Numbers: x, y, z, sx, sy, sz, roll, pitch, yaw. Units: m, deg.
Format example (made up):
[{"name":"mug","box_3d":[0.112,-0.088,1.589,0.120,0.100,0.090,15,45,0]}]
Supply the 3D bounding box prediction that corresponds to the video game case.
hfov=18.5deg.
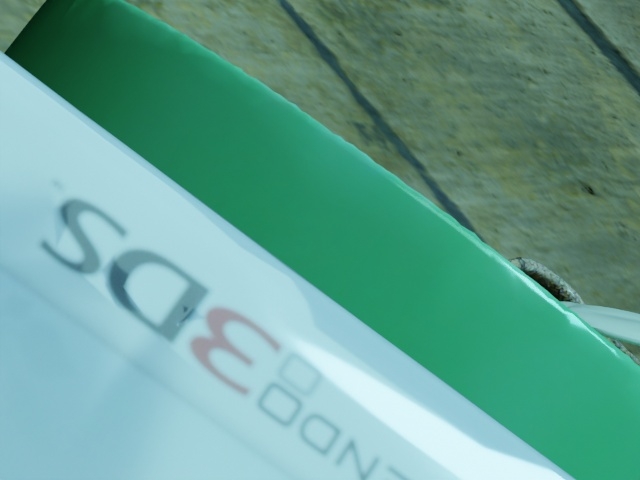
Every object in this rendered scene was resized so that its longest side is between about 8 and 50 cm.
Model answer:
[{"name":"video game case","box_3d":[-0.081,0.141,0.415,0.300,0.036,0.329,37,66,-4]}]

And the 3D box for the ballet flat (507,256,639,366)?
[{"name":"ballet flat","box_3d":[0.168,0.107,0.800,0.316,0.106,0.107,33,23,28]}]

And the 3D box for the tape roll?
[{"name":"tape roll","box_3d":[0.017,0.041,0.667,0.321,0.077,0.321,37,-4,3]}]
